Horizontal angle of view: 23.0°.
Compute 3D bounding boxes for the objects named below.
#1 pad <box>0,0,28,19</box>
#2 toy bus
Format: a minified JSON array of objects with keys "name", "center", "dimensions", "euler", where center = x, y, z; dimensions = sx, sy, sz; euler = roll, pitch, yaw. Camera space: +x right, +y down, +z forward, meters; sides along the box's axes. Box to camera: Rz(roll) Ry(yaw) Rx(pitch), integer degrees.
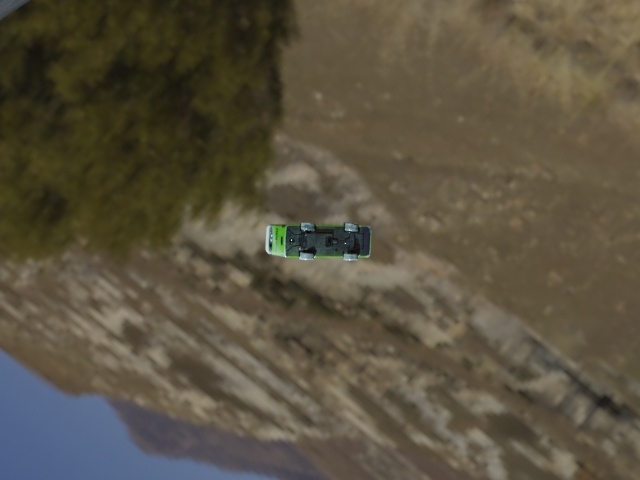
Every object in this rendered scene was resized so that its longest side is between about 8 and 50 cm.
[{"name":"pad","center":[-0.175,-0.118,0.793],"dimensions":[0.012,0.270,0.269],"euler":[55,159,-8]},{"name":"toy bus","center":[0.000,0.000,1.261],"dimensions":[0.083,0.031,0.037],"euler":[0,-178,-35]}]
